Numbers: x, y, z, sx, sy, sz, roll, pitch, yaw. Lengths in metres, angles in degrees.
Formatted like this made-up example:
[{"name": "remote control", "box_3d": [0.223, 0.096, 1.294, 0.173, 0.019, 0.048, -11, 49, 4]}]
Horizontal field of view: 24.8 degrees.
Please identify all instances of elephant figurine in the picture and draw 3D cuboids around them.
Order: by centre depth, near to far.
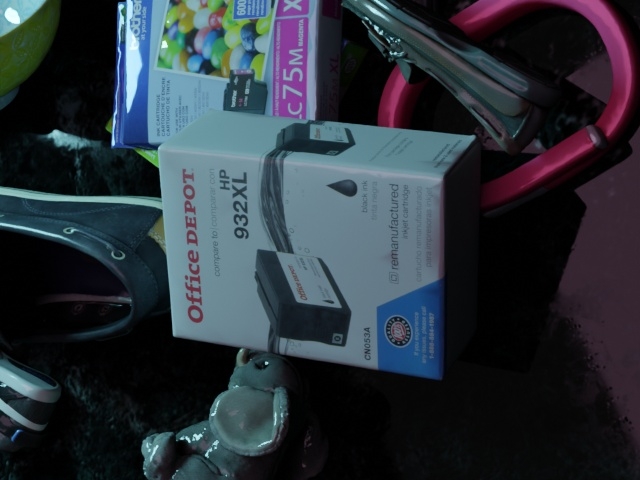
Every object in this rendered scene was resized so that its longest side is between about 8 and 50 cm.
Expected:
[{"name": "elephant figurine", "box_3d": [-0.070, 0.202, 1.596, 0.239, 0.169, 0.186, -43, 96, 5]}]

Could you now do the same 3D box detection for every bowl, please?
[{"name": "bowl", "box_3d": [-0.451, -0.244, 1.811, 0.289, 0.289, 0.156, 23, 142, 29]}]

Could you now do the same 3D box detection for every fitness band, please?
[{"name": "fitness band", "box_3d": [0.191, -0.147, 1.508, 0.291, 0.054, 0.209, -30, 73, 25]}]

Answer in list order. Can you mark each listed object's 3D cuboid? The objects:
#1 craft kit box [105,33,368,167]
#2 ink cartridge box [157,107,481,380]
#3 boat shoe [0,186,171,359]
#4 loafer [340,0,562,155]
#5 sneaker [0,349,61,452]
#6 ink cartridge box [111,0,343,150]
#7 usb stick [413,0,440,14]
[{"name": "craft kit box", "box_3d": [-0.102, -0.173, 1.682, 0.250, 0.061, 0.247, 36, 103, 27]}, {"name": "ink cartridge box", "box_3d": [0.000, 0.000, 1.500, 0.307, 0.129, 0.223, 8, 115, 21]}, {"name": "boat shoe", "box_3d": [-0.380, 0.039, 1.736, 0.500, 0.156, 0.187, -1, 117, 25]}, {"name": "loafer", "box_3d": [0.116, -0.180, 1.479, 0.267, 0.096, 0.084, 35, 109, 28]}, {"name": "sneaker", "box_3d": [-0.434, 0.197, 1.841, 0.217, 0.079, 0.121, 26, 100, 28]}, {"name": "ink cartridge box", "box_3d": [-0.122, -0.197, 1.631, 0.311, 0.065, 0.186, 1, 87, 32]}, {"name": "usb stick", "box_3d": [0.094, -0.359, 1.581, 0.077, 0.045, 0.278, -3, 86, 37]}]
